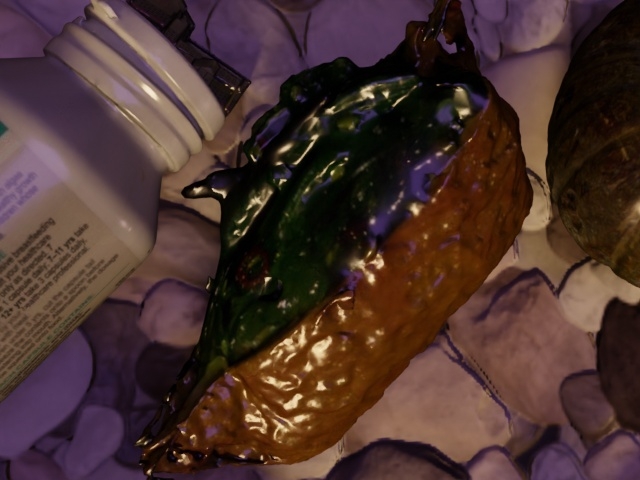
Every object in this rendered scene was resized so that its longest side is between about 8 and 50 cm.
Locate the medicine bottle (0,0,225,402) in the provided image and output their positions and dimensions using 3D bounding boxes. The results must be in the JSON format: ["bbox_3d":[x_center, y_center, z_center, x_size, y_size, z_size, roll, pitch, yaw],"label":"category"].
[{"bbox_3d":[-0.155,-0.020,0.535,0.135,0.135,0.215,45,81,-6],"label":"medicine bottle"}]

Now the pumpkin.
[{"bbox_3d":[0.247,-0.056,0.657,0.219,0.162,0.219,2,58,-3],"label":"pumpkin"}]

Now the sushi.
[{"bbox_3d":[0.001,0.001,0.585,0.287,0.149,0.140,-47,128,6],"label":"sushi"}]

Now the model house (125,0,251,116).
[{"bbox_3d":[-0.080,-0.109,0.619,0.083,0.057,0.058,34,37,-7],"label":"model house"}]
